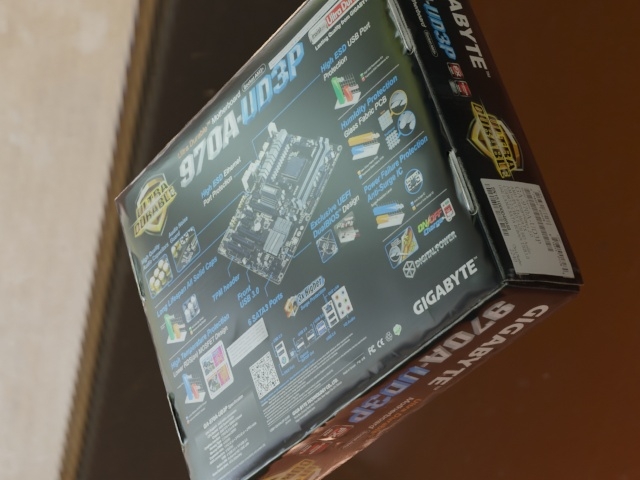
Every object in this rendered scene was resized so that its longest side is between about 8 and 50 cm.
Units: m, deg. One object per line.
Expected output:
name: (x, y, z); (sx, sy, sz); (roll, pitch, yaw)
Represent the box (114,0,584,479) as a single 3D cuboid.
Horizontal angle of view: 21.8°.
box: (0.000, 0.000, 0.750); (0.220, 0.051, 0.175); (-42, 56, 38)
